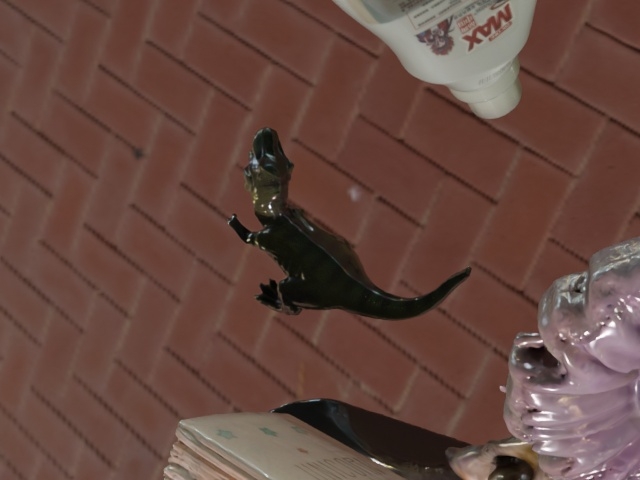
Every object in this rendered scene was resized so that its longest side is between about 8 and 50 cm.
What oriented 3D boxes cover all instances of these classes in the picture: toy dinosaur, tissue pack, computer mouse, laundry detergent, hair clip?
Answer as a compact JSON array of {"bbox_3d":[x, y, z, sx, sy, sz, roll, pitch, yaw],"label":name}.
[{"bbox_3d":[0.000,0.000,0.966,0.187,0.087,0.179,49,157,-12],"label":"toy dinosaur"},{"bbox_3d":[0.051,0.229,0.928,0.325,0.170,0.071,25,100,29],"label":"tissue pack"},{"bbox_3d":[0.043,0.264,1.330,0.170,0.269,0.100,-43,37,44],"label":"computer mouse"},{"bbox_3d":[0.136,-0.285,1.276,0.264,0.398,0.124,-34,45,4],"label":"laundry detergent"},{"bbox_3d":[0.139,0.091,0.564,0.300,0.173,0.069,128,156,-58],"label":"hair clip"}]
